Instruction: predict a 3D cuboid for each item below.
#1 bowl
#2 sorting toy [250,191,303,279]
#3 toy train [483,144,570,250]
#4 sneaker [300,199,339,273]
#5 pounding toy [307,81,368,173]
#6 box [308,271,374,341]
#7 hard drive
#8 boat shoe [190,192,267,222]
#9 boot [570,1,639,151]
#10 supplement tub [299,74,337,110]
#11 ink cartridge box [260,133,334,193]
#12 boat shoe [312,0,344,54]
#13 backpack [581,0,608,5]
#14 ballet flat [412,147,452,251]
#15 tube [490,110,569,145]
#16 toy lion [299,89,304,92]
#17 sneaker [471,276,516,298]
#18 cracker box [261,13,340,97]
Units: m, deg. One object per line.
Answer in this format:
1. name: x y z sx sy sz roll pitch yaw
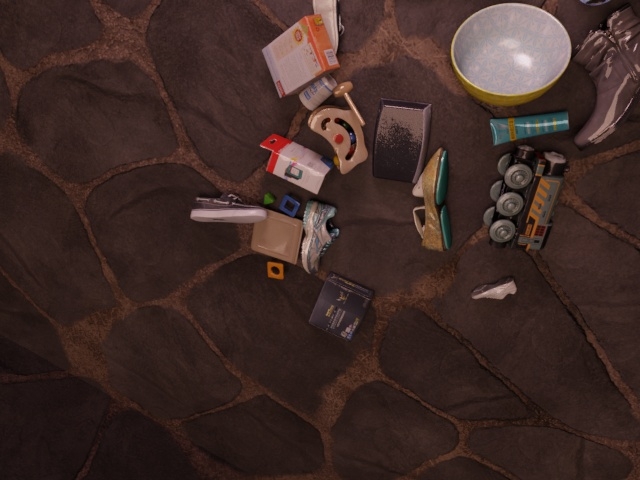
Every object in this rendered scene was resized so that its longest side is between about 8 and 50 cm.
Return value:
1. bowl: 0.489 -0.460 1.400 0.290 0.289 0.156 11 163 12
2. sorting toy: -0.155 -0.021 1.925 0.196 0.047 0.347 20 119 15
3. toy train: 0.612 -0.120 1.581 0.191 0.142 0.333 7 118 1
4. sneaker: 0.000 0.000 1.851 0.122 0.110 0.282 8 119 10
5. pounding toy: 0.052 -0.331 1.606 0.154 0.155 0.269 -16 113 -1
6. box: 0.076 0.251 1.987 0.184 0.059 0.232 25 121 5
7. hard drive: 0.246 -0.302 1.640 0.172 0.054 0.254 11 120 12
8. boat shoe: -0.327 -0.120 1.896 0.302 0.108 0.102 1 78 25
9. boot: 0.740 -0.424 1.396 0.223 0.118 0.338 37 111 0
10. supplement tub: -0.006 -0.460 1.628 0.107 0.071 0.071 -36 102 29
11. ink cartridge box: -0.083 -0.253 1.726 0.231 0.134 0.078 26 122 4
12. boat shoe: 0.015 -0.621 1.531 0.095 0.079 0.254 5 116 18
13. backpack: 0.683 -0.663 1.270 0.158 0.117 0.173 45 120 -9
14. ballet flat: 0.348 -0.121 1.674 0.123 0.123 0.348 0 118 18
15. tube: 0.600 -0.328 1.521 0.207 0.052 0.080 -5 108 26
16. toy lion: -0.074 -0.513 1.648 0.096 0.034 0.100 -17 111 33
17. sneaker: 0.587 0.176 1.786 0.152 0.053 0.061 -22 111 26
18. cracker box: -0.061 -0.530 1.536 0.232 0.067 0.155 -10 104 52
